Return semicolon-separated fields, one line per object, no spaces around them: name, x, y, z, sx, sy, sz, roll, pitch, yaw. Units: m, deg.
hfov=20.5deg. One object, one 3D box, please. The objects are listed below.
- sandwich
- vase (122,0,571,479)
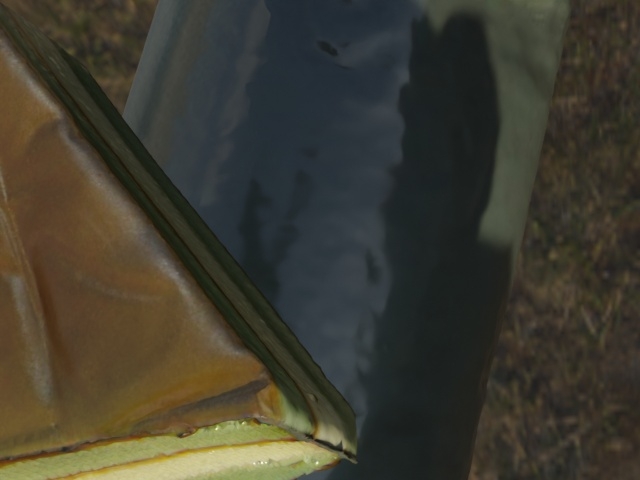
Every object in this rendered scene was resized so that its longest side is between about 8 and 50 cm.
sandwich;-0.051;-0.008;0.532;0.113;0.079;0.163;-11;68;22
vase;0.000;0.000;0.795;0.245;0.245;0.291;16;86;15
